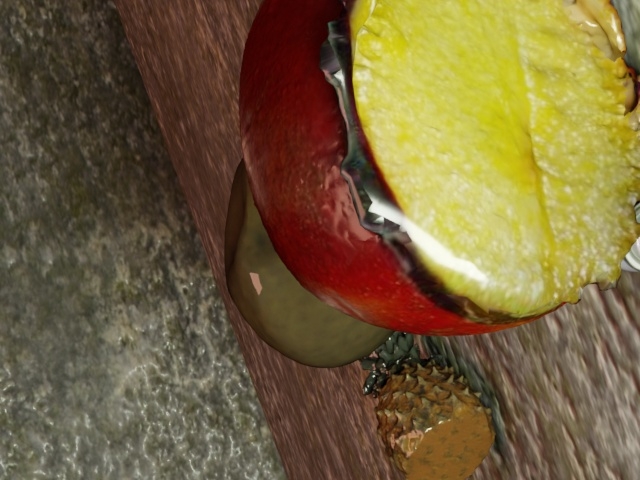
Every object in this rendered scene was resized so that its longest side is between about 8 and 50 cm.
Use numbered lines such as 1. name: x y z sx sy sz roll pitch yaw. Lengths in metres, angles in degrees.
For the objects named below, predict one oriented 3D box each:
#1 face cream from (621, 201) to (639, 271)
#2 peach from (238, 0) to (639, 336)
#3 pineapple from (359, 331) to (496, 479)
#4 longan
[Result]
1. face cream: 0.266 -0.016 1.198 0.229 0.075 0.075 -159 52 -68
2. peach: 0.105 -0.099 1.126 0.417 0.339 0.353 -109 33 -54
3. pineapple: 0.125 0.207 1.766 0.279 0.157 0.158 -123 21 -49
4. longan: 0.000 0.000 1.748 0.288 0.288 0.350 134 128 -72
